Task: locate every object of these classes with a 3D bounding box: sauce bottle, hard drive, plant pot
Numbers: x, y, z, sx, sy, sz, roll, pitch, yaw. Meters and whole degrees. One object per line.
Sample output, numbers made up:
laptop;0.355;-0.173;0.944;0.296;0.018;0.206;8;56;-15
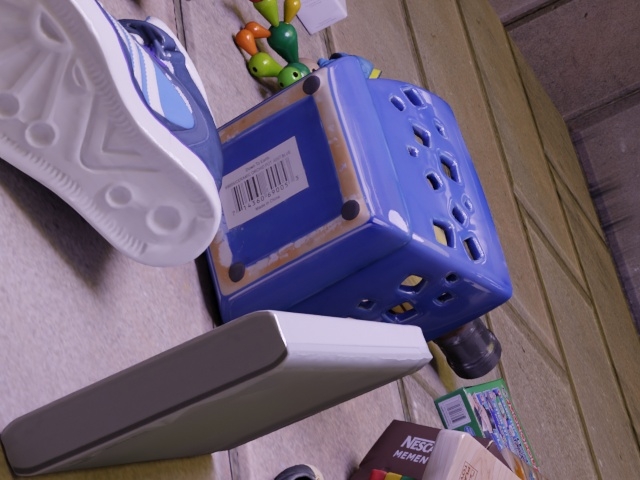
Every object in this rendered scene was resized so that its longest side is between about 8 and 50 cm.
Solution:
sauce bottle;0.116;0.039;1.879;0.344;0.111;0.111;55;20;-36
hard drive;-0.058;0.107;1.090;0.040;0.203;0.307;69;17;12
plant pot;0.011;-0.023;1.454;0.212;0.236;0.236;27;41;-53

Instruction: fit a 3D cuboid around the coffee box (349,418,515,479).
coffee box;0.151;0.302;1.521;0.098;0.141;0.246;-50;123;-27

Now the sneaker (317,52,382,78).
sneaker;0.016;-0.186;1.990;0.082;0.069;0.209;31;31;-1

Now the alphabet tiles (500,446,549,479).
alphabet tiles;0.305;0.418;1.931;0.342;0.011;0.285;40;30;-55

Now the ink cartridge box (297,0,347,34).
ink cartridge box;-0.034;-0.381;2.085;0.180;0.060;0.104;52;22;-37

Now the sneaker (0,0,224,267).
sneaker;-0.193;-0.142;1.202;0.323;0.130;0.236;50;12;-28

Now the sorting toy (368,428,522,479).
sorting toy;0.099;0.319;1.301;0.255;0.089;0.257;43;61;-47

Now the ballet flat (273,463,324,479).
ballet flat;-0.020;0.229;1.301;0.057;0.049;0.173;65;17;-4

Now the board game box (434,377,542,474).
board game box;0.252;0.336;1.979;0.317;0.046;0.213;68;17;9

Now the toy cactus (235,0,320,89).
toy cactus;-0.020;-0.203;1.844;0.219;0.112;0.180;56;7;0
